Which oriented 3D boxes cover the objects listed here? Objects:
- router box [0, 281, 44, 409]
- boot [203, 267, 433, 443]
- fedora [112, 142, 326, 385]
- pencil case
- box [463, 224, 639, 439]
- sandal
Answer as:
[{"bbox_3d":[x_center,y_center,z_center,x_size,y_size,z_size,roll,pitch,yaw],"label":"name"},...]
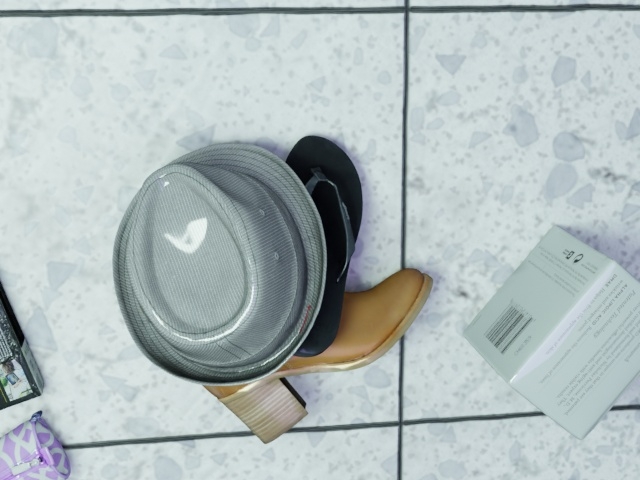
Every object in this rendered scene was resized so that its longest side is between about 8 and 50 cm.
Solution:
[{"bbox_3d":[-0.403,0.111,1.325,0.133,0.046,0.179,-20,106,-4],"label":"router box"},{"bbox_3d":[-0.032,0.065,1.363,0.283,0.109,0.220,-38,96,-2],"label":"boot"},{"bbox_3d":[-0.122,0.013,1.238,0.243,0.124,0.276,-16,74,11],"label":"fedora"},{"bbox_3d":[-0.382,0.283,1.350,0.206,0.088,0.086,-33,105,0],"label":"pencil case"},{"bbox_3d":[0.285,0.101,1.373,0.119,0.181,0.182,39,94,-17],"label":"box"},{"bbox_3d":[0.001,0.001,1.309,0.097,0.054,0.255,7,70,-12],"label":"sandal"}]
